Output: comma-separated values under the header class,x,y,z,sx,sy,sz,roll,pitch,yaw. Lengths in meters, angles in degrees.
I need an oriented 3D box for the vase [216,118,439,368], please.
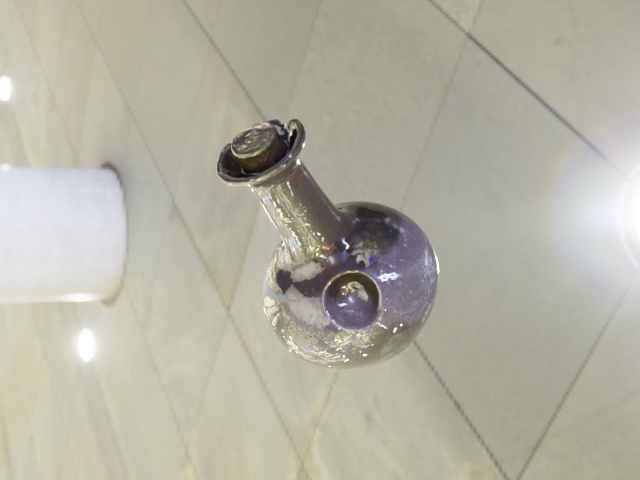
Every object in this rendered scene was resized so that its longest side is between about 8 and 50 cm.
class,x,y,z,sx,sy,sz,roll,pitch,yaw
vase,0.000,0.000,0.616,0.183,0.120,0.120,56,174,-37
